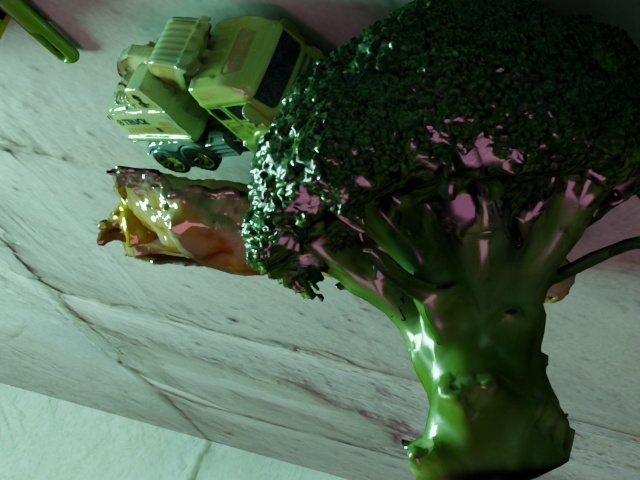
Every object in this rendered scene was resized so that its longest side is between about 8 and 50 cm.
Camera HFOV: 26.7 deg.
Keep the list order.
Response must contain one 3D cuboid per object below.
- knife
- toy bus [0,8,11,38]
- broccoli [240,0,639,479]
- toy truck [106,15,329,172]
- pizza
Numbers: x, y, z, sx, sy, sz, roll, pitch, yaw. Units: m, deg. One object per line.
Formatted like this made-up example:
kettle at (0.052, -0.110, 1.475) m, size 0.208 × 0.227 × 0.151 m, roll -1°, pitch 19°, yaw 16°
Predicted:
knife at (-0.259, -0.196, 1.038) m, size 0.054 × 0.015 × 0.212 m, roll 6°, pitch 157°, yaw 34°
toy bus at (-0.354, -0.156, 1.135) m, size 0.226 × 0.081 × 0.074 m, roll 0°, pitch 152°, yaw 44°
broccoli at (0.098, -0.007, 0.832) m, size 0.297 × 0.297 × 0.297 m, roll -8°, pitch 179°, yaw 0°
toy truck at (-0.086, -0.115, 0.996) m, size 0.191 × 0.085 × 0.116 m, roll 0°, pitch 151°, yaw 48°
pizza at (0.012, 0.002, 1.124) m, size 0.391 × 0.080 × 0.435 m, roll 7°, pitch 179°, yaw -9°
